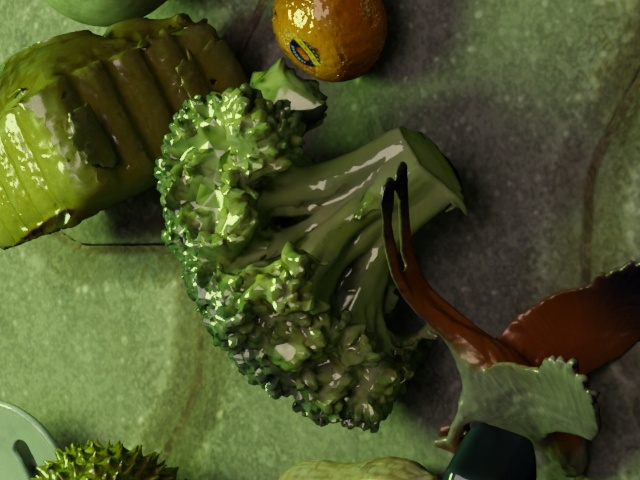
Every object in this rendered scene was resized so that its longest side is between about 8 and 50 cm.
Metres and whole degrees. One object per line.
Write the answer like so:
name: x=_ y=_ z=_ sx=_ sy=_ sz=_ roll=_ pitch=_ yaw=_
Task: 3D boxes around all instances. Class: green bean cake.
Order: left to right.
green bean cake: x=-0.258 y=-0.140 z=2.081 sx=0.310 sy=0.285 sz=0.202 roll=-21 pitch=97 yaw=55

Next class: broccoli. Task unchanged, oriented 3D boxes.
broccoli: x=-0.025 y=0.000 z=1.867 sx=0.338 sy=0.277 sz=0.317 roll=32 pitch=98 yaw=30

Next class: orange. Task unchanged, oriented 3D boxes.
orange: x=0.012 y=-0.240 z=1.963 sx=0.135 sy=0.135 sz=0.117 roll=10 pitch=57 yaw=35

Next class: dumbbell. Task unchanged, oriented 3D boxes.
dumbbell: x=0.262 y=0.282 z=1.663 sx=0.316 sy=0.156 sz=0.144 roll=16 pitch=125 yaw=15

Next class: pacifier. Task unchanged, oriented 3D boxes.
pacifier: x=-0.425 y=0.321 z=2.154 sx=0.279 sy=0.207 sz=0.227 roll=-23 pitch=89 yaw=31

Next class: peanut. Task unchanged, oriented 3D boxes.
peanut: x=0.039 y=0.270 z=1.905 sx=0.206 sy=0.087 sz=0.087 roll=-5 pitch=82 yaw=35

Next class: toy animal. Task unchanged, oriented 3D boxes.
toy animal: x=0.151 y=0.110 z=1.750 sx=0.284 sy=0.225 sz=0.302 roll=27 pitch=132 yaw=10

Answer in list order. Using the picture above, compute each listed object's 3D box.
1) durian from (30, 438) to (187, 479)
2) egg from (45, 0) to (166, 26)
durian: x=-0.240 y=0.349 z=2.022 sx=0.291 sy=0.225 sz=0.291 roll=7 pitch=118 yaw=13
egg: x=-0.238 y=-0.421 z=2.076 sx=0.258 sy=0.258 sz=0.352 roll=1 pitch=80 yaw=35
